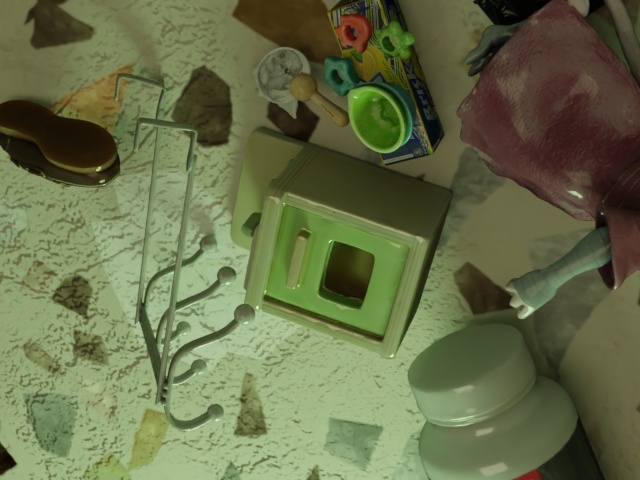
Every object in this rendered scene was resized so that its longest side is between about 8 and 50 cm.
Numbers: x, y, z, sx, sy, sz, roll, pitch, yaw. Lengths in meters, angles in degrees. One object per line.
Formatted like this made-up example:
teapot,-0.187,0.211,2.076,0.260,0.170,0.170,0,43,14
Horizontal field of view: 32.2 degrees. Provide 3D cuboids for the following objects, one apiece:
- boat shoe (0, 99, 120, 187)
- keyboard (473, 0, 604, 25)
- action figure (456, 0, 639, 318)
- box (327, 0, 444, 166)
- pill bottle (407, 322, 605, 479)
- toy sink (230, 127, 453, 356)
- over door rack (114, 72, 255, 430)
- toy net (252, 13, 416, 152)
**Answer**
boat shoe,-0.292,-0.099,1.248,0.207,0.073,0.073,27,141,39
keyboard,0.226,-0.258,1.023,0.180,0.023,0.108,-35,106,30
action figure,0.291,-0.038,0.961,0.370,0.248,0.276,45,110,33
box,0.067,-0.164,1.111,0.059,0.054,0.169,-12,112,26
pill bottle,0.212,0.256,1.201,0.176,0.176,0.319,-16,110,27
toy sink,0.000,0.000,1.175,0.234,0.131,0.153,20,121,10
over door rack,-0.144,0.002,1.167,0.108,0.239,0.324,-7,110,-14
toy net,0.000,-0.160,1.090,0.232,0.045,0.122,13,128,42
